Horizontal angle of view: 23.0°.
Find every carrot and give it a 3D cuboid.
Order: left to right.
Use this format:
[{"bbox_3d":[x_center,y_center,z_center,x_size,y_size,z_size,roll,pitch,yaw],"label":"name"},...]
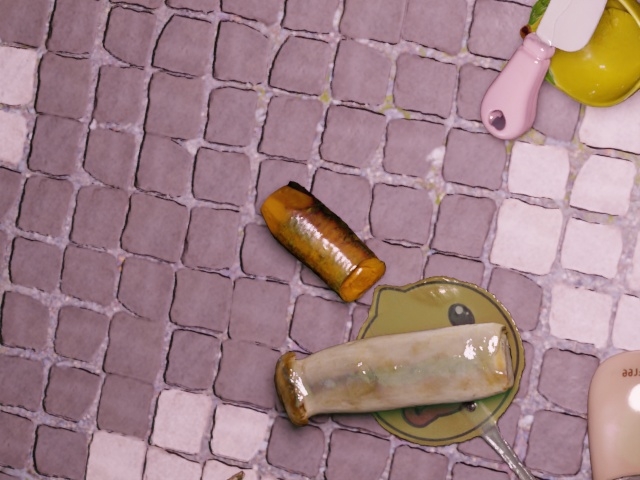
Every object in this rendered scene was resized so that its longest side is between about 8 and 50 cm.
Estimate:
[{"bbox_3d":[0.000,0.000,2.025,0.173,0.082,0.082,42,102,14],"label":"carrot"}]

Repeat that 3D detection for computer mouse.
[{"bbox_3d":[0.399,0.251,1.915,0.145,0.082,0.236,-3,90,16],"label":"computer mouse"}]

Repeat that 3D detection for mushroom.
[{"bbox_3d":[0.090,0.169,1.998,0.312,0.081,0.100,-10,91,14],"label":"mushroom"}]

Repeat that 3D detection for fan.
[{"bbox_3d":[0.176,0.188,2.014,0.229,0.011,0.335,-41,81,15],"label":"fan"}]

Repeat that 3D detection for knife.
[{"bbox_3d":[0.283,-0.253,1.877,0.081,0.043,0.336,43,131,21],"label":"knife"}]

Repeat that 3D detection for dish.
[{"bbox_3d":[0.344,-0.241,1.902,0.208,0.080,0.149,23,120,43],"label":"dish"}]

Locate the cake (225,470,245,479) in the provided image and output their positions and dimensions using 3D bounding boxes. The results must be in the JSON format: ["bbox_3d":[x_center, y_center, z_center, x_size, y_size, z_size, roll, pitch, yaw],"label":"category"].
[{"bbox_3d":[-0.202,0.380,2.094,0.117,0.086,0.220,28,100,12],"label":"cake"}]
